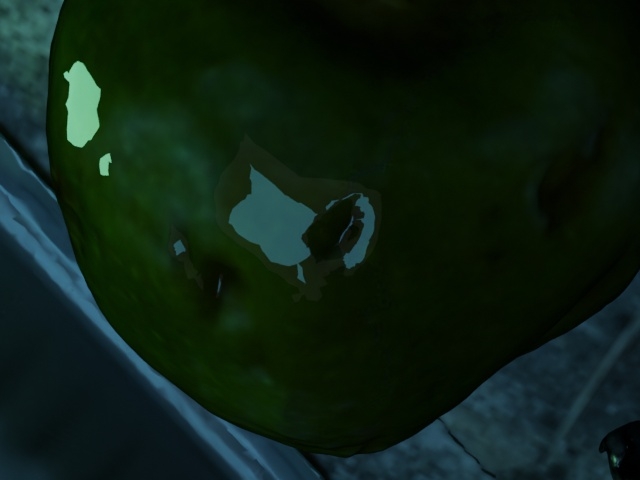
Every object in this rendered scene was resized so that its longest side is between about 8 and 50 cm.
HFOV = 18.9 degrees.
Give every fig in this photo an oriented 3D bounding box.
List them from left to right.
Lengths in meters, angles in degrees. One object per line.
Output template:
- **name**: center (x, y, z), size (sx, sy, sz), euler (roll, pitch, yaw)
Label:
- **fig**: center (0.000, 0.000, 0.672), size (0.206, 0.206, 0.275), euler (23, 143, 4)

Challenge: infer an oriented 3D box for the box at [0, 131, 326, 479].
- **box**: center (-0.176, 0.106, 0.810), size (0.264, 0.106, 0.337), euler (-37, 102, 29)

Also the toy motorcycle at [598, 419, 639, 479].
- **toy motorcycle**: center (0.156, 0.118, 0.629), size (0.157, 0.263, 0.091), euler (35, 121, 5)
